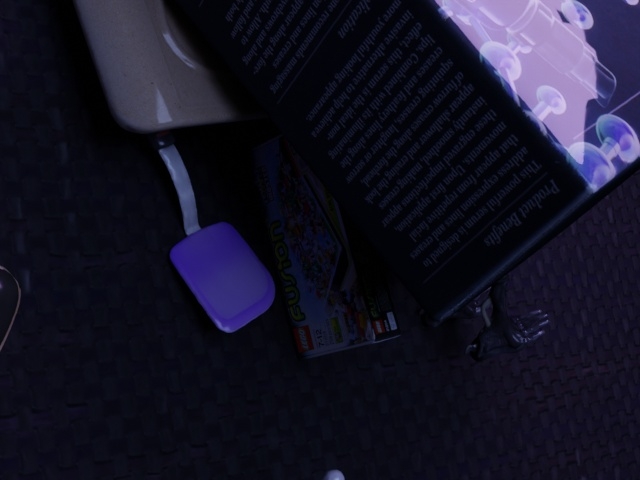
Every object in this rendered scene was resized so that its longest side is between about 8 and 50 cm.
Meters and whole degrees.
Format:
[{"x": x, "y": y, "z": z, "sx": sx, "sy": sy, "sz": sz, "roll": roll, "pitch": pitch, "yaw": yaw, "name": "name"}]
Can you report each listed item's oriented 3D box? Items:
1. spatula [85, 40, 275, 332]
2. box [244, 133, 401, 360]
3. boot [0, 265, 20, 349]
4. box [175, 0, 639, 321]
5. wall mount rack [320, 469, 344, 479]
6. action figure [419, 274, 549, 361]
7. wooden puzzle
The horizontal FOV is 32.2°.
[{"x": -0.131, "y": -0.060, "z": 0.987, "sx": 0.084, "sy": 0.030, "sz": 0.296, "roll": -31, "pitch": 96, "yaw": -42, "name": "spatula"}, {"x": 0.000, "y": 0.000, "z": 1.020, "sx": 0.036, "sy": 0.114, "sz": 0.207, "roll": -11, "pitch": 83, "yaw": -40, "name": "box"}, {"x": -0.257, "y": 0.083, "z": 0.769, "sx": 0.077, "sy": 0.137, "sz": 0.198, "roll": 47, "pitch": 52, "yaw": -19, "name": "boot"}, {"x": 0.108, "y": -0.189, "z": 0.918, "sx": 0.293, "sy": 0.212, "sz": 0.395, "roll": -33, "pitch": 81, "yaw": -39, "name": "box"}, {"x": 0.034, "y": 0.370, "z": 0.924, "sx": 0.350, "sy": 0.130, "sz": 0.304, "roll": 25, "pitch": 62, "yaw": -33, "name": "wall mount rack"}, {"x": 0.130, "y": -0.015, "z": 1.069, "sx": 0.141, "sy": 0.164, "sz": 0.276, "roll": -40, "pitch": 131, "yaw": -12, "name": "action figure"}, {"x": -0.088, "y": -0.258, "z": 1.040, "sx": 0.348, "sy": 0.080, "sz": 0.322, "roll": -14, "pitch": 80, "yaw": -38, "name": "wooden puzzle"}]
